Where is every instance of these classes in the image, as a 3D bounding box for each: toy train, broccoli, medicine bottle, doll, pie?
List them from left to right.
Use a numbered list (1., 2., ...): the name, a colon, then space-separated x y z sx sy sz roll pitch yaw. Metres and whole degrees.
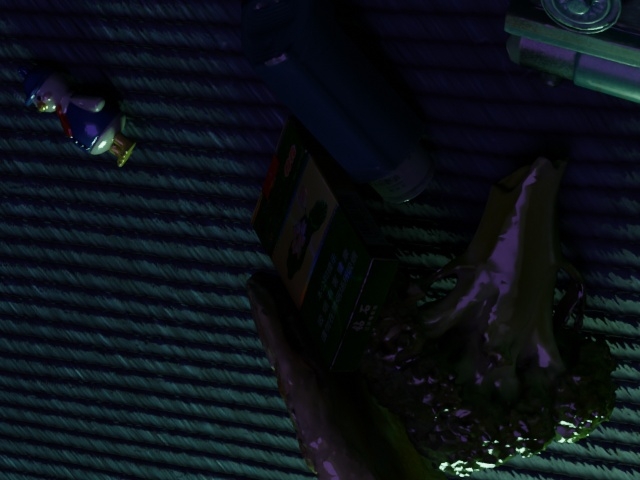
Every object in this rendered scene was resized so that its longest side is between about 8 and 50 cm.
1. doll: -0.248 -0.131 1.941 0.143 0.057 0.099 39 152 -2
2. medicine bottle: 0.017 -0.144 1.760 0.079 0.124 0.258 -17 133 31
3. pie: 0.022 0.168 1.914 0.077 0.339 0.339 -34 114 7
4. broccoli: 0.141 0.074 1.853 0.254 0.186 0.302 -17 103 0
5. toy train: 0.294 -0.165 1.579 0.298 0.120 0.194 17 141 13

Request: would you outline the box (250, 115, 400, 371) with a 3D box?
1. box: 0.000 0.000 1.804 0.034 0.235 0.132 3 126 -26
